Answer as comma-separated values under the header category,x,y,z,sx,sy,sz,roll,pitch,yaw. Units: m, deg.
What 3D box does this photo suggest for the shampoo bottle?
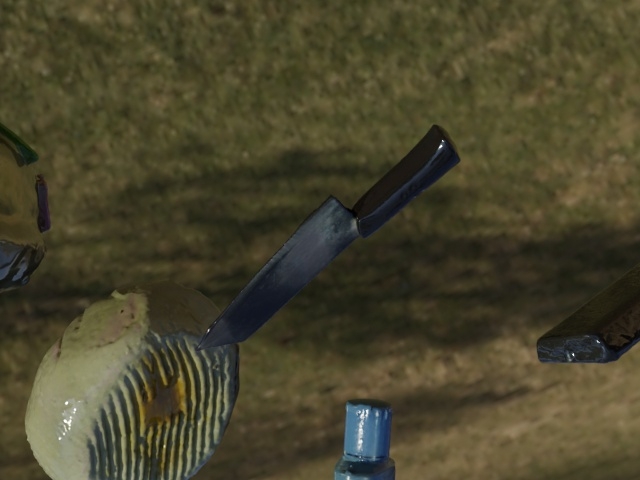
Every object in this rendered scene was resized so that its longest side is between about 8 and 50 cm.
category,x,y,z,sx,sy,sz,roll,pitch,yaw
shampoo bottle,0.046,0.301,1.664,0.061,0.259,0.104,6,-174,20

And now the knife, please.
category,x,y,z,sx,sy,sz,roll,pitch,yaw
knife,0.000,0.000,1.053,0.230,0.028,0.060,-42,145,4

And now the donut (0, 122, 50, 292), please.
category,x,y,z,sx,sy,sz,roll,pitch,yaw
donut,-0.372,-0.035,1.217,0.307,0.150,0.371,7,177,-35

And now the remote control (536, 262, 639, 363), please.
category,x,y,z,sx,sy,sz,roll,pitch,yaw
remote control,0.230,0.022,1.008,0.063,0.025,0.245,-12,-166,47

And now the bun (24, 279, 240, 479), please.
category,x,y,z,sx,sy,sz,roll,pitch,yaw
bun,-0.195,0.157,1.575,0.243,0.153,0.244,-21,129,-29
